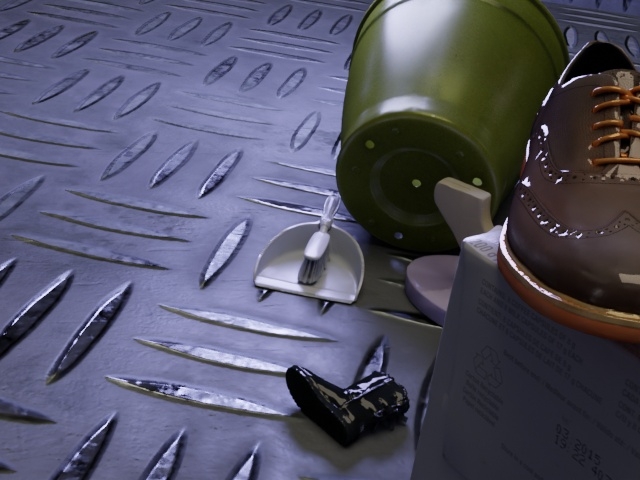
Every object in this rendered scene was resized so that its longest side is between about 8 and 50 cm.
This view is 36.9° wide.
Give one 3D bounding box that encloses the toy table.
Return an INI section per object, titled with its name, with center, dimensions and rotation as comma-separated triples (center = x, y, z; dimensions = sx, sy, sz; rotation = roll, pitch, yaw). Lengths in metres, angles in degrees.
[toy table]
center = 0.246, 0.032, 1.246
dimensions = 0.274, 0.161, 0.252
rotation = 18, 30, 18

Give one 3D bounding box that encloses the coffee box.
[coffee box]
center = 0.314, 0.183, 0.785
dimensions = 0.334, 0.338, 0.337
rotation = -12, 34, -31

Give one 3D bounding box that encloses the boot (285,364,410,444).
[boot]
center = 0.033, 0.169, 1.064
dimensions = 0.099, 0.045, 0.121
rotation = -20, 45, -36

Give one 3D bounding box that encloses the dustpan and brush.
[dustpan and brush]
center = 0.000, 0.000, 1.354
dimensions = 0.147, 0.060, 0.211
rotation = 10, 28, 7

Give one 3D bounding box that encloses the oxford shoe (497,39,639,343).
[oxford shoe]
center = 0.201, -0.051, 0.700
dimensions = 0.129, 0.133, 0.364
rotation = 7, 27, 4

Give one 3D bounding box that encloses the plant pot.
[plant pot]
center = 0.181, -0.174, 1.470
dimensions = 0.366, 0.367, 0.353
rotation = 12, 41, 10
